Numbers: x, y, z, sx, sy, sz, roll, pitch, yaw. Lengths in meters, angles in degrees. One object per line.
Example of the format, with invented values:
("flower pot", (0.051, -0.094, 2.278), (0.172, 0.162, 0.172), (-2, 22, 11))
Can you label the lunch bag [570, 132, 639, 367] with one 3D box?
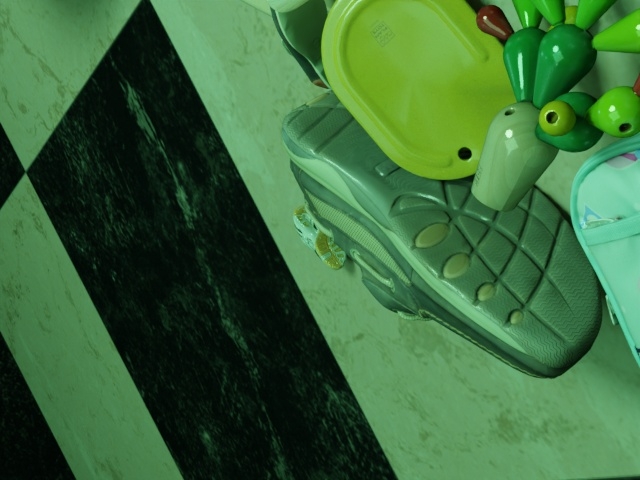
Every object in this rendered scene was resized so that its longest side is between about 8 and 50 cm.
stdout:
("lunch bag", (0.283, 0.001, 0.564), (0.279, 0.108, 0.224), (-29, 89, 57))

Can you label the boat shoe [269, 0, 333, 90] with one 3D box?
("boat shoe", (-0.014, -0.182, 0.837), (0.043, 0.049, 0.137), (35, 170, 41))

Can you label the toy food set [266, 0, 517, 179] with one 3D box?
("toy food set", (0.075, -0.153, 0.777), (0.128, 0.071, 0.218), (-38, 94, 25))

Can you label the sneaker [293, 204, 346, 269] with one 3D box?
("sneaker", (0.000, 0.000, 1.037), (0.083, 0.032, 0.037), (56, 161, 20))

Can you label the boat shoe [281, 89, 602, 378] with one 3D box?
("boat shoe", (0.098, -0.002, 0.826), (0.355, 0.132, 0.130), (47, 155, 38))

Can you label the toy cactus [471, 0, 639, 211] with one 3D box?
("toy cactus", (0.144, -0.101, 0.625), (0.219, 0.112, 0.180), (-115, 40, -50))

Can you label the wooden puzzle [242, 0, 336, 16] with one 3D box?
("wooden puzzle", (-0.053, -0.284, 0.835), (0.221, 0.044, 0.239), (35, 165, 36))
